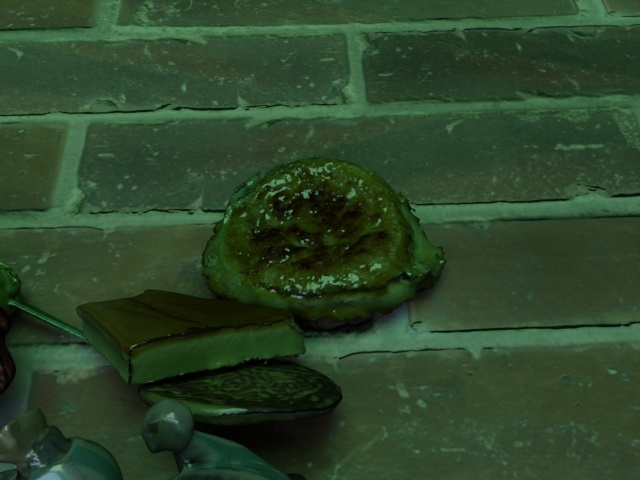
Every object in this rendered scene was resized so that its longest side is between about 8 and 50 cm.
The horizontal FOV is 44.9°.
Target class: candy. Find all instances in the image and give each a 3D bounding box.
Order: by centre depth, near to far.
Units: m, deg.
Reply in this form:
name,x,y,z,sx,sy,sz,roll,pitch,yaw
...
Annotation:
name,x,y,z,sx,sy,sz,roll,pitch,yaw
candy,-0.359,0.116,1.059,0.335,0.093,0.092,23,52,9

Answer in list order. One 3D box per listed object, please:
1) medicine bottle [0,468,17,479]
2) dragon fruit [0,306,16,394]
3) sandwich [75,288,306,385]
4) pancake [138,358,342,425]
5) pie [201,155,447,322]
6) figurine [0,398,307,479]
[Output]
name,x,y,z,sx,sy,sz,roll,pitch,yaw
medicine bottle,-0.302,0.384,0.770,0.165,0.165,0.273,4,50,3
dragon fruit,-0.525,0.126,0.892,0.329,0.329,0.329,0,50,0
sandwich,-0.176,0.107,1.024,0.244,0.063,0.212,-3,15,-35
pancake,-0.098,0.180,0.936,0.250,0.031,0.250,3,5,0
pie,0.000,0.000,1.136,0.354,0.103,0.288,-6,44,-3
figurine,-0.157,0.301,0.763,0.266,0.377,0.361,-45,93,-1
